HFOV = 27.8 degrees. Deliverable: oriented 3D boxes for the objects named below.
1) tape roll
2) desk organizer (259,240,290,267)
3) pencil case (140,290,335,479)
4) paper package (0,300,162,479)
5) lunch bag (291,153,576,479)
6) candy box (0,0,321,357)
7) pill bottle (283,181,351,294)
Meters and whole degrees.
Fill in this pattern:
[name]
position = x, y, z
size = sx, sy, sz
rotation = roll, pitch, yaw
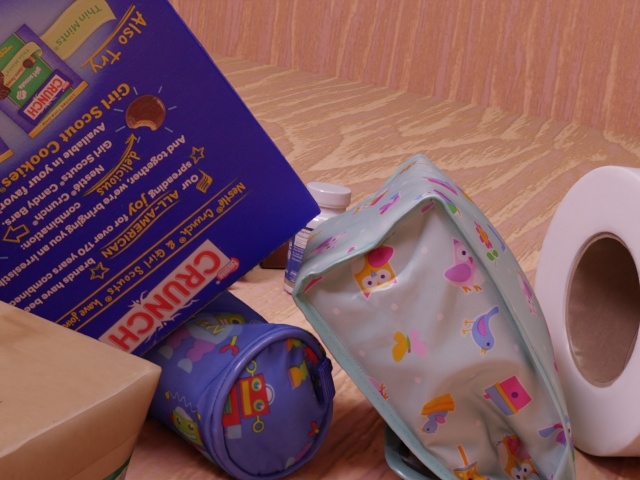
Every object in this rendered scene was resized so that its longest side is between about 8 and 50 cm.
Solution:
[tape roll]
position = 0.310, 0.064, 1.103
size = 0.169, 0.246, 0.246
rotation = 5, 15, -18
[desk organizer]
position = -0.061, -0.006, 1.539
size = 0.050, 0.047, 0.130
rotation = 1, 16, -19
[pencil case]
position = -0.113, 0.078, 1.036
size = 0.133, 0.119, 0.306
rotation = -30, 35, -27
[paper package]
position = -0.286, 0.124, 0.619
size = 0.309, 0.168, 0.325
rotation = 20, 15, 15
[lunch bag]
position = 0.104, 0.083, 1.017
size = 0.160, 0.262, 0.223
rotation = -34, 9, 9
[candy box]
position = -0.196, -0.060, 0.885
size = 0.317, 0.268, 0.122
rotation = 53, -3, -38
[pill bottle]
position = 0.000, 0.000, 1.401
size = 0.067, 0.120, 0.067
rotation = 9, 14, -2
